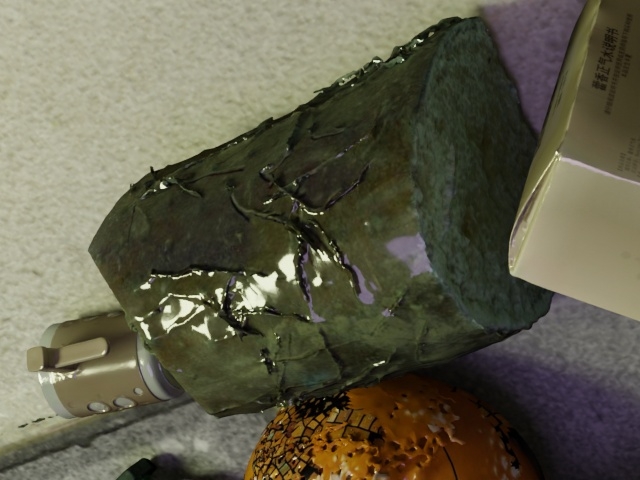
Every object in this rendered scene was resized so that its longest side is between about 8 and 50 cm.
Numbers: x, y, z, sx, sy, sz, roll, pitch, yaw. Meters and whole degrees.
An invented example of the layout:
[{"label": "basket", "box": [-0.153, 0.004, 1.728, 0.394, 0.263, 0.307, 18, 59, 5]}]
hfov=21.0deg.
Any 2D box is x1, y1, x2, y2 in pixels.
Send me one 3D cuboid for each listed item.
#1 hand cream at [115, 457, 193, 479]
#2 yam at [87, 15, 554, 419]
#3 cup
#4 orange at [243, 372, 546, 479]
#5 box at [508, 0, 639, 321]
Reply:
[{"label": "hand cream", "box": [-0.041, 0.307, 1.355, 0.336, 0.076, 0.121, 44, 98, 11]}, {"label": "yam", "box": [0.000, 0.005, 1.119, 0.271, 0.201, 0.202, -15, 118, 34]}, {"label": "cup", "box": [-0.158, 0.082, 1.285, 0.099, 0.074, 0.102, -11, 141, 22]}, {"label": "orange", "box": [0.055, 0.207, 1.255, 0.234, 0.182, 0.234, 3, 116, 5]}, {"label": "box", "box": [0.211, -0.047, 0.991, 0.168, 0.212, 0.095, 21, 129, 2]}]
